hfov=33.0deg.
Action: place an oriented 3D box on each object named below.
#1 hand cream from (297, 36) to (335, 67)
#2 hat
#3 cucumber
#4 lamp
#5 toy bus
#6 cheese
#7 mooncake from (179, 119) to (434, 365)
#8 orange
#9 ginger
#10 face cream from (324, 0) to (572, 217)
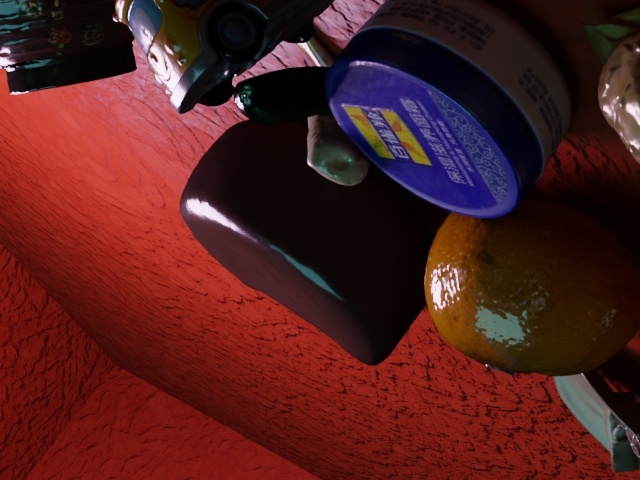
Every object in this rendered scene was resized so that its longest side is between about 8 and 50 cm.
[{"bbox_3d":[-0.002,-0.192,1.127,0.102,0.022,0.035,47,163,-13],"label":"hand cream"},{"bbox_3d":[0.377,0.192,1.303,0.166,0.144,0.173,90,168,-75],"label":"hat"},{"bbox_3d":[-0.008,-0.137,1.014,0.056,0.056,0.284,29,-162,21],"label":"cucumber"},{"bbox_3d":[-0.281,-0.273,1.131,0.247,0.247,0.247,32,159,14],"label":"lamp"},{"bbox_3d":[-0.077,-0.218,0.940,0.136,0.209,0.126,49,158,-1],"label":"toy bus"},{"bbox_3d":[0.017,-0.105,1.109,0.065,0.043,0.194,31,-162,-14],"label":"cheese"},{"bbox_3d":[0.000,0.000,1.321,0.334,0.174,0.326,45,161,-30],"label":"mooncake"},{"bbox_3d":[0.208,0.049,1.054,0.224,0.170,0.224,19,179,0],"label":"orange"},{"bbox_3d":[0.277,-0.078,0.798,0.193,0.123,0.115,40,140,-25],"label":"ginger"},{"bbox_3d":[0.115,-0.124,0.954,0.206,0.111,0.206,33,160,14],"label":"face cream"}]
